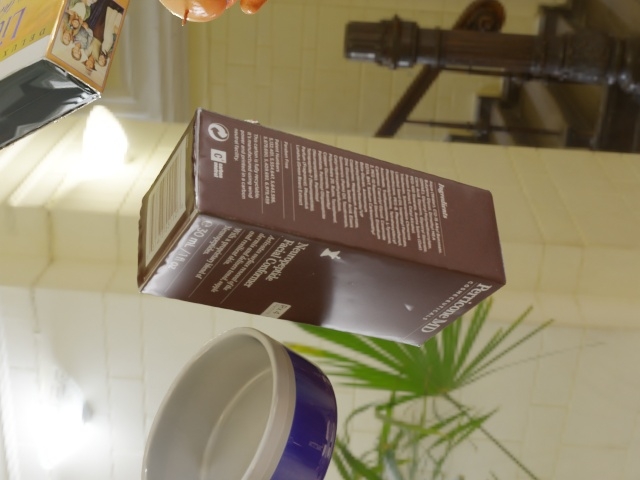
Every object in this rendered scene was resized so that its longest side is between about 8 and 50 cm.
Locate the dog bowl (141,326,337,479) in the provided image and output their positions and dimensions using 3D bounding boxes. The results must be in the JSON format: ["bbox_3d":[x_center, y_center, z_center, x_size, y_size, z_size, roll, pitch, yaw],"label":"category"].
[{"bbox_3d":[-0.104,0.248,1.138,0.265,0.104,0.265,-34,39,32],"label":"dog bowl"}]

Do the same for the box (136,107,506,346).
[{"bbox_3d":[0.000,0.000,1.050,0.191,0.381,0.143,-47,40,49],"label":"box"}]

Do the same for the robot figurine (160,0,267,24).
[{"bbox_3d":[-0.135,-0.373,1.190,0.219,0.128,0.158,-48,-57,-18],"label":"robot figurine"}]

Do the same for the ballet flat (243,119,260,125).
[{"bbox_3d":[-0.206,-0.133,1.562,0.241,0.077,0.091,-45,-20,4],"label":"ballet flat"}]

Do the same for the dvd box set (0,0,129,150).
[{"bbox_3d":[-0.273,-0.269,0.865,0.062,0.307,0.421,34,-127,-40],"label":"dvd box set"}]
